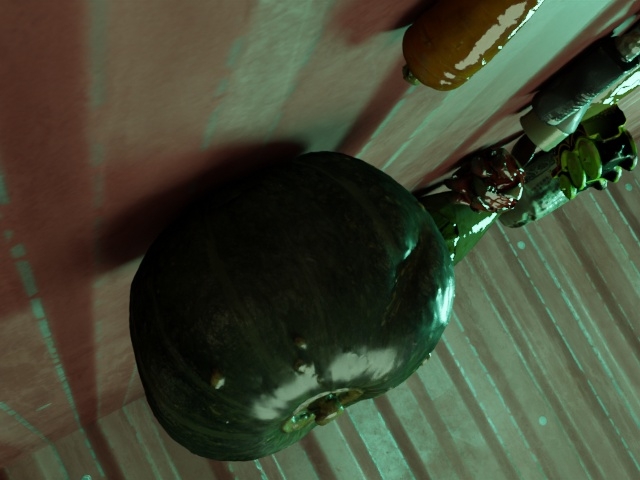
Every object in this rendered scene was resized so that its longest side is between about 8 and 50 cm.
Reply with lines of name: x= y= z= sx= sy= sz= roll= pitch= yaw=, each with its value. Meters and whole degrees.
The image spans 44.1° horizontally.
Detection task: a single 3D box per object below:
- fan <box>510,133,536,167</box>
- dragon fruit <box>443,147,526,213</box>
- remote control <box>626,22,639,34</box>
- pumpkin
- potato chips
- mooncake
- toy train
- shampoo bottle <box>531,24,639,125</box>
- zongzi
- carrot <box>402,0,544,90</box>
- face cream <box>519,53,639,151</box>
fan: x=0.367 y=-0.151 z=1.489 sx=0.133 sy=0.005 sz=0.085 roll=-54 pitch=-159 yaw=37
dragon fruit: x=0.306 y=-0.109 z=1.426 sx=0.142 sy=0.130 sz=0.121 roll=-18 pitch=-156 yaw=-37
remote control: x=0.436 y=-0.283 z=1.076 sx=0.053 sy=0.018 sz=0.124 roll=-27 pitch=172 yaw=-16
pumpkin: x=-0.030 y=0.064 z=0.800 sx=0.327 sy=0.258 sz=0.292 roll=-19 pitch=157 yaw=-19
potato chips: x=0.497 y=-0.259 z=1.350 sx=0.201 sy=0.049 sz=0.150 roll=-37 pitch=176 yaw=15
mooncake: x=0.569 y=-0.144 z=2.019 sx=0.254 sy=0.136 sz=0.250 roll=-33 pitch=175 yaw=-7
toy train: x=0.545 y=-0.182 z=1.613 sx=0.100 sy=0.161 sz=0.296 roll=-19 pitch=169 yaw=-3
shampoo bottle: x=0.375 y=-0.226 z=1.062 sx=0.057 sy=0.064 sz=0.207 roll=-36 pitch=178 yaw=-36
zongzi: x=0.239 y=-0.022 z=1.476 sx=0.360 sy=0.160 sz=0.323 roll=-27 pitch=-179 yaw=6
carrot: x=0.149 y=-0.188 z=0.549 sx=0.256 sy=0.061 sz=0.061 roll=-38 pitch=169 yaw=33
face cream: x=0.407 y=-0.229 z=1.180 sx=0.224 sy=0.070 sz=0.114 roll=-41 pitch=-171 yaw=31
